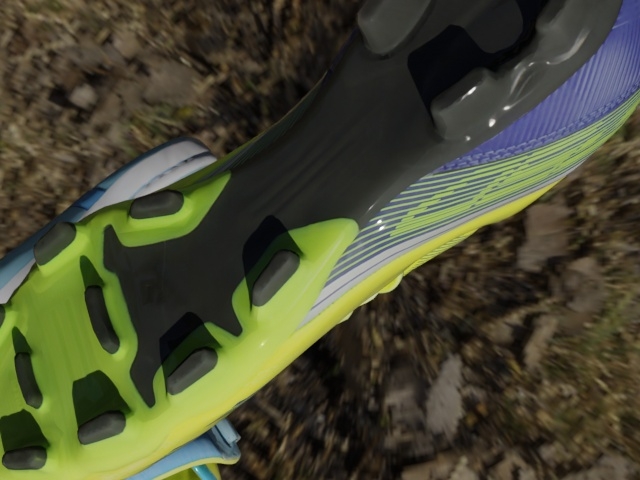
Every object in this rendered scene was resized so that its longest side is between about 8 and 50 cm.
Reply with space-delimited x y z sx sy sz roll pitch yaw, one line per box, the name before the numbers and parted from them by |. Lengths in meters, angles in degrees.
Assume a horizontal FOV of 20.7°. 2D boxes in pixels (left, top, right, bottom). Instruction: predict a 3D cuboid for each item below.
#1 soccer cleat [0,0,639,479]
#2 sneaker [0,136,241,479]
soccer cleat | 0.001 0.001 0.605 0.289 0.121 0.093 -39 60 12
sneaker | -0.112 0.071 1.138 0.208 0.319 0.127 48 129 -2
